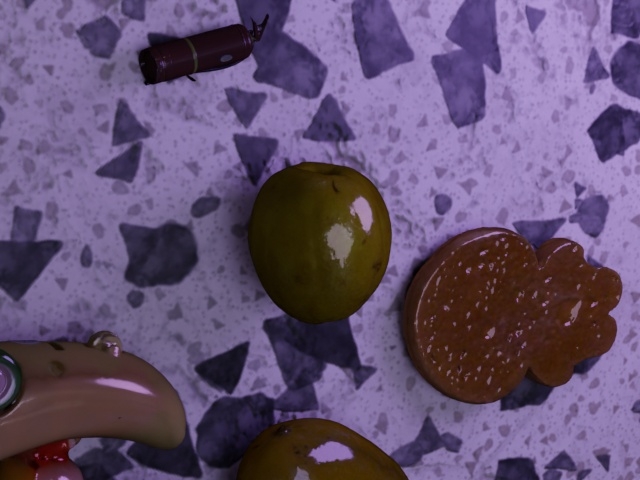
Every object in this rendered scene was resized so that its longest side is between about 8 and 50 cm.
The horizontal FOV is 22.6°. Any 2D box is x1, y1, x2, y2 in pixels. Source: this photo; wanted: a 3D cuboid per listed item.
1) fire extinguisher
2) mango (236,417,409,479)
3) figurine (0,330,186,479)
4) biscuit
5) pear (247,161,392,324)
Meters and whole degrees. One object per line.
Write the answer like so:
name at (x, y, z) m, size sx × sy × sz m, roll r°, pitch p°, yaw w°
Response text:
fire extinguisher at (-0.110, -0.184, 1.560) m, size 0.132 × 0.039 × 0.056 m, roll -19°, pitch 141°, yaw -27°
mango at (0.019, 0.278, 1.679) m, size 0.251 × 0.114 × 0.156 m, roll 28°, pitch 77°, yaw -30°
figurine at (-0.273, 0.193, 1.490) m, size 0.324 × 0.124 × 0.222 m, roll 1°, pitch 99°, yaw -35°
biscuit at (0.217, 0.081, 1.800) m, size 0.288 × 0.044 × 0.202 m, roll -6°, pitch 103°, yaw -31°
pear at (0.000, 0.000, 1.596) m, size 0.148 × 0.149 × 0.162 m, roll -15°, pitch 113°, yaw -27°
